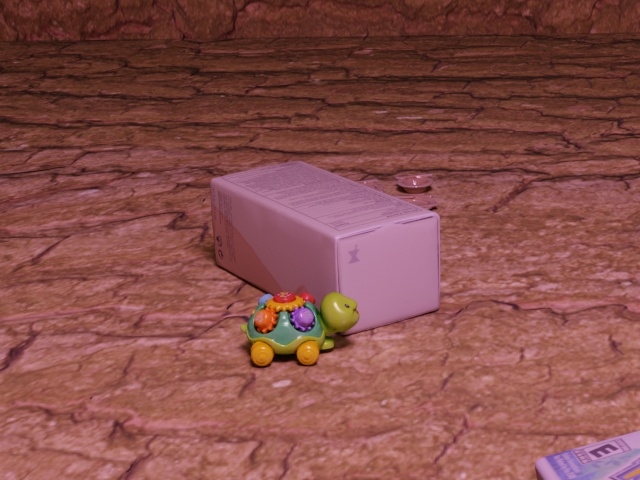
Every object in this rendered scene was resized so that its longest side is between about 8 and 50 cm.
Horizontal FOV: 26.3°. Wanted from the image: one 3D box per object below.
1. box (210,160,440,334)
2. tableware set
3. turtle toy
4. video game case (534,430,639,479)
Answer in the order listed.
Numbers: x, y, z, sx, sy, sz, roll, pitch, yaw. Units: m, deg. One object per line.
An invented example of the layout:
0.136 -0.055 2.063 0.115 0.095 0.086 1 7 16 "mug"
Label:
0.000 0.000 1.661 0.148 0.121 0.311 -12 21 -27 "box"
0.100 -0.071 2.025 0.141 0.020 0.169 -2 18 1 "tableware set"
-0.022 0.089 1.483 0.130 0.066 0.095 -2 18 2 "turtle toy"
0.334 0.185 0.955 0.299 0.036 0.329 -15 13 -3 "video game case"
